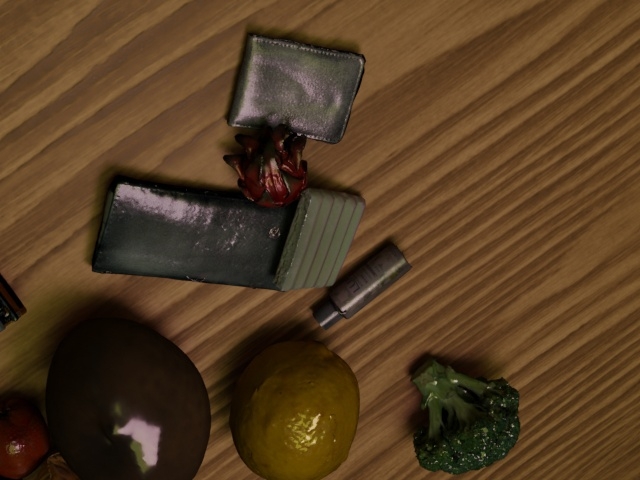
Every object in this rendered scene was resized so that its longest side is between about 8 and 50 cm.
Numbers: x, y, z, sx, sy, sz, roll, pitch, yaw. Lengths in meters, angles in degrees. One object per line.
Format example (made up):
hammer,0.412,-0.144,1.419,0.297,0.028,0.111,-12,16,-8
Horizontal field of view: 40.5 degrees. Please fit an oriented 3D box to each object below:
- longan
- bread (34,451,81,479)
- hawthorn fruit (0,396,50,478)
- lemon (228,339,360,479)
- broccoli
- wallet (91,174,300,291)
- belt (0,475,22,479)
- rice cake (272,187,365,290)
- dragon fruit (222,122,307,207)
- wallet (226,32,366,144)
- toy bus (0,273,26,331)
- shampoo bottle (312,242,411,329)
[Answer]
longan,-0.335,0.295,1.503,0.288,0.288,0.350,-28,118,-7
bread,-0.410,0.486,1.558,0.250,0.179,0.133,24,105,-49
hawthorn fruit,-0.543,0.351,1.532,0.132,0.133,0.138,-20,124,-13
lemon,-0.049,0.331,1.670,0.260,0.260,0.284,15,125,-30
broccoli,0.300,0.380,1.883,0.270,0.270,0.270,-40,96,1
wallet,-0.204,-0.005,1.530,0.379,0.046,0.191,7,116,-28
belt,-0.648,0.536,1.566,0.184,0.164,0.289,21,110,-38
rice cake,0.000,0.000,1.596,0.189,0.037,0.198,3,116,-52
dragon fruit,-0.081,-0.123,1.478,0.130,0.121,0.142,-56,143,-15
wallet,-0.038,-0.255,1.472,0.222,0.036,0.167,5,116,-25
toy bus,-0.588,0.139,1.395,0.201,0.114,0.098,-34,97,-3
shampoo bottle,0.079,0.094,1.703,0.214,0.072,0.072,-39,126,0
